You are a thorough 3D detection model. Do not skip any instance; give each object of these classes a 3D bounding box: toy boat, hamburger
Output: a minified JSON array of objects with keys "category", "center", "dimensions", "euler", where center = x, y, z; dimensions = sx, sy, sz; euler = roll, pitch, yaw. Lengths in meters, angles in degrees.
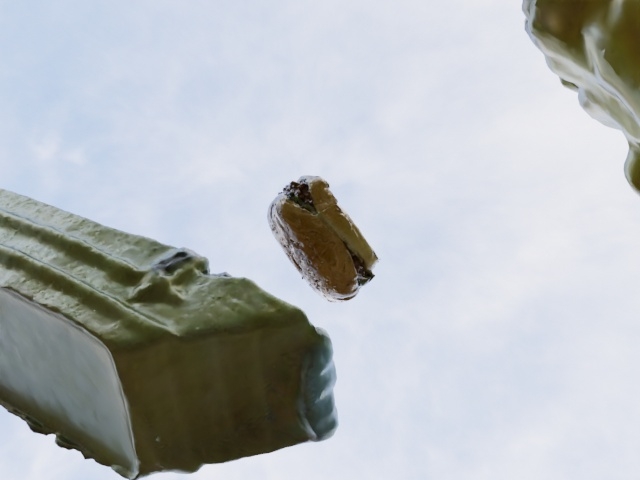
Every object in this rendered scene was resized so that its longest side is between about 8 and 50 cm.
[{"category":"toy boat","center":[-0.122,0.048,0.700],"dimensions":[0.276,0.084,0.111],"euler":[19,-47,34]},{"category":"hamburger","center":[0.000,0.000,0.850],"dimensions":[0.044,0.076,0.083],"euler":[-38,-91,-12]}]

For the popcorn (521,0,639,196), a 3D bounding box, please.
[{"category":"popcorn","center":[0.255,-0.135,0.624],"dimensions":[0.312,0.312,0.312],"euler":[0,-88,-1]}]
